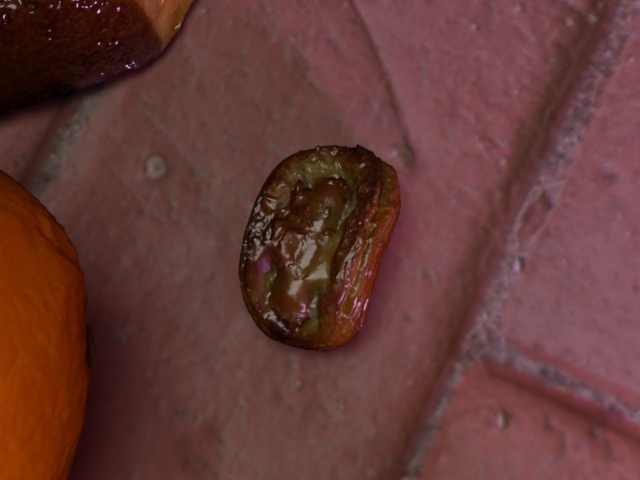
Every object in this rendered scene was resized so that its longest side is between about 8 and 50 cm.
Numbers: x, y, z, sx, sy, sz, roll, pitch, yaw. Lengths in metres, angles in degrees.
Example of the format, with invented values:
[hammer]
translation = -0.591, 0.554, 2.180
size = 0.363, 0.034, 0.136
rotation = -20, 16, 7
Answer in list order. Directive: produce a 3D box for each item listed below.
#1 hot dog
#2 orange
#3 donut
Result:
[hot dog]
translation = 0.002, 0.001, 1.119
size = 0.099, 0.065, 0.147
rotation = 14, 78, 24
[orange]
translation = -0.287, 0.071, 1.027
size = 0.312, 0.312, 0.312
rotation = -3, 72, 10
[donut]
translation = -0.190, -0.188, 1.188
size = 0.151, 0.112, 0.295
rotation = 42, 85, 22
